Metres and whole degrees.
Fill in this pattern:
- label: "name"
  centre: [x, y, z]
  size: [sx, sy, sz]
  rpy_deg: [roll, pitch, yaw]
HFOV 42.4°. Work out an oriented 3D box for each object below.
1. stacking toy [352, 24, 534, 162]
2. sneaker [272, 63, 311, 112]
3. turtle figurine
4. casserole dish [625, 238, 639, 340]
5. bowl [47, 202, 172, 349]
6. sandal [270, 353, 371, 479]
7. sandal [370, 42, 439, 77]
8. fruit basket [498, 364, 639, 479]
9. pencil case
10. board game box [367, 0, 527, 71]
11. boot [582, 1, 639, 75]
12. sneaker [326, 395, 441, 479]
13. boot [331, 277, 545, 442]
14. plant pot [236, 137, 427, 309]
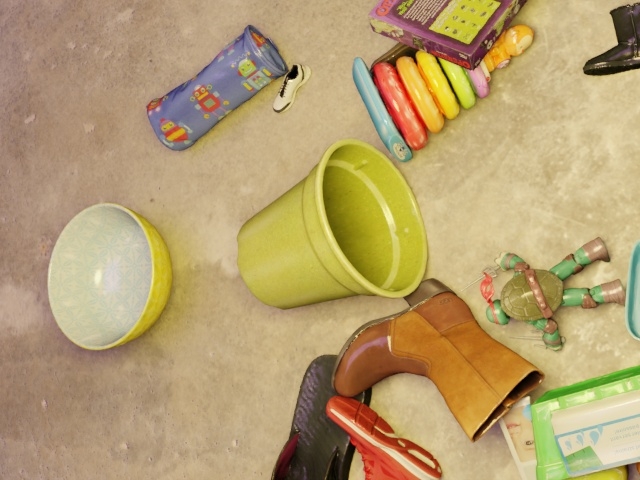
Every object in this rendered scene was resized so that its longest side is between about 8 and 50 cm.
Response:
- label: "stacking toy"
  centre: [0.222, -0.274, 1.391]
  size: [0.302, 0.175, 0.165]
  rpy_deg: [-27, 69, 10]
- label: "sneaker"
  centre: [-0.064, -0.298, 1.605]
  size: [0.040, 0.044, 0.109]
  rpy_deg: [40, 105, 26]
- label: "turtle figurine"
  centre: [0.341, 0.088, 1.275]
  size: [0.234, 0.118, 0.175]
  rpy_deg: [-22, 83, 16]
- label: "casserole dish"
  centre: [0.506, 0.076, 1.197]
  size: [0.114, 0.037, 0.188]
  rpy_deg: [3, 67, 24]
- label: "bowl"
  centre: [-0.398, 0.078, 1.681]
  size: [0.289, 0.156, 0.289]
  rpy_deg: [-5, 81, 29]
- label: "sandal"
  centre: [-0.028, 0.418, 1.444]
  size: [0.168, 0.107, 0.445]
  rpy_deg: [8, 86, 30]
- label: "sandal"
  centre: [0.184, -0.344, 1.456]
  size: [0.219, 0.090, 0.060]
  rpy_deg: [-24, 50, 33]
- label: "fruit basket"
  centre: [0.447, 0.358, 1.146]
  size: [0.327, 0.165, 0.353]
  rpy_deg: [-22, 76, 26]
- label: "pencil case"
  centre: [-0.209, -0.302, 1.648]
  size: [0.306, 0.133, 0.119]
  rpy_deg: [-32, 110, 24]
- label: "board game box"
  centre: [0.260, -0.450, 1.362]
  size: [0.208, 0.056, 0.347]
  rpy_deg: [32, 77, 26]
- label: "boot"
  centre: [0.470, -0.316, 1.294]
  size: [0.121, 0.045, 0.099]
  rpy_deg: [-7, 82, 22]
- label: "sneaker"
  centre: [0.079, 0.366, 1.374]
  size: [0.221, 0.087, 0.128]
  rpy_deg: [36, 107, 6]
- label: "boot"
  centre: [0.172, 0.221, 1.298]
  size: [0.264, 0.096, 0.280]
  rpy_deg: [-36, 41, -5]
- label: "plant pot"
  centre: [0.000, 0.000, 1.419]
  size: [0.254, 0.276, 0.276]
  rpy_deg: [-23, 72, 37]
